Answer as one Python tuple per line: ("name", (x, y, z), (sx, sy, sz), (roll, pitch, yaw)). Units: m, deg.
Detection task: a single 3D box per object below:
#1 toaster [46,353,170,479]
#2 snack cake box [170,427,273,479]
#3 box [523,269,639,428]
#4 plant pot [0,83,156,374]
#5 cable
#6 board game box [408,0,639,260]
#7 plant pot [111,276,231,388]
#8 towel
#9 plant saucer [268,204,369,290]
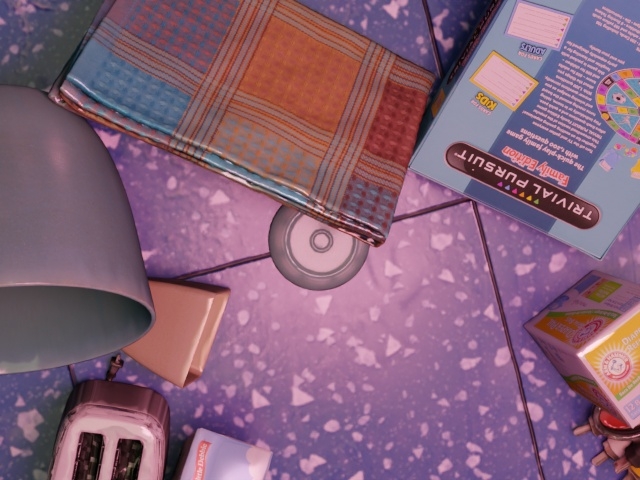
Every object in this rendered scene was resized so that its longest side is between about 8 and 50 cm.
("toaster", (-0.231, 0.248, 1.286), (0.129, 0.146, 0.226), (12, 93, -8))
("snack cake box", (-0.140, 0.344, 1.261), (0.089, 0.152, 0.264), (20, 72, -7))
("box", (0.324, 0.115, 1.312), (0.114, 0.203, 0.103), (-38, 97, -3))
("plant pot", (-0.324, -0.015, 1.192), (0.293, 0.293, 0.235), (-7, 70, -6))
("cable", (0.425, 0.179, 1.359), (0.287, 0.072, 0.139), (-37, 107, 14))
("board game box", (0.281, -0.173, 1.277), (0.254, 0.079, 0.336), (25, 120, -8))
("plant pot", (-0.169, 0.091, 1.308), (0.096, 0.109, 0.109), (20, 92, 5))
("towel", (-0.066, -0.170, 1.254), (0.370, 0.040, 0.271), (25, 53, -8))
("plant saucer", (0.000, 0.000, 1.357), (0.119, 0.021, 0.119), (0, 94, -6))
